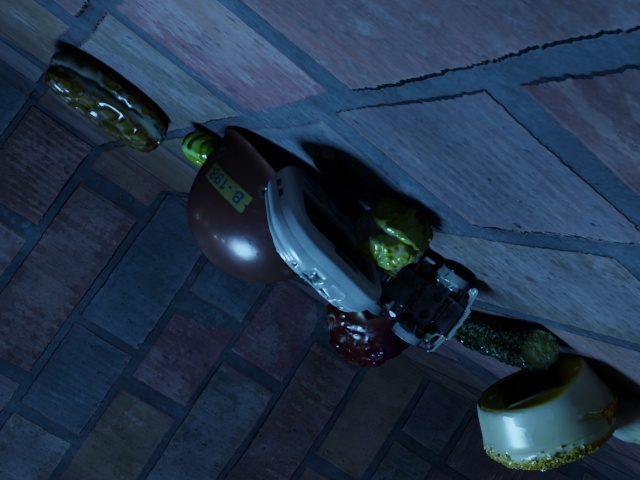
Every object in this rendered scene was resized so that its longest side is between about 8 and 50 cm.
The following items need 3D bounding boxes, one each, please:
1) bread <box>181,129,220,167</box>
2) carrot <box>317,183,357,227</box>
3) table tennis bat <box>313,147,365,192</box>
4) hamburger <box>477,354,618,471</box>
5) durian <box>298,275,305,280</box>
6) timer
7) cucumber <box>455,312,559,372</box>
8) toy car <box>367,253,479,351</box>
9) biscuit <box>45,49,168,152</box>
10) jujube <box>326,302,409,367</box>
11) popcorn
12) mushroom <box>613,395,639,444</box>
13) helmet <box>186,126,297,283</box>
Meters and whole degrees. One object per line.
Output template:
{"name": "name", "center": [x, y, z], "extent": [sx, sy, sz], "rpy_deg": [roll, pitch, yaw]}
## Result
{"name": "bread", "center": [-0.260, -0.204, 1.912], "extent": [0.130, 0.071, 0.139], "rpy_deg": [33, 174, 24]}
{"name": "carrot", "center": [0.030, -0.054, 1.735], "extent": [0.060, 0.060, 0.186], "rpy_deg": [25, 165, 43]}
{"name": "table tennis bat", "center": [0.003, -0.083, 1.470], "extent": [0.108, 0.119, 0.170], "rpy_deg": [28, 172, 17]}
{"name": "hamburger", "center": [0.466, 0.361, 1.703], "extent": [0.276, 0.294, 0.179], "rpy_deg": [-64, -51, -84]}
{"name": "durian", "center": [-0.014, 0.048, 2.098], "extent": [0.250, 0.183, 0.137], "rpy_deg": [-166, 52, -79]}
{"name": "timer", "center": [0.000, 0.000, 1.471], "extent": [0.262, 0.087, 0.237], "rpy_deg": [44, -159, -31]}
{"name": "cucumber", "center": [0.384, 0.216, 1.820], "extent": [0.096, 0.096, 0.359], "rpy_deg": [36, 170, -14]}
{"name": "toy car", "center": [0.187, 0.096, 1.683], "extent": [0.235, 0.172, 0.158], "rpy_deg": [37, -174, 6]}
{"name": "biscuit", "center": [-0.522, -0.337, 2.033], "extent": [0.332, 0.103, 0.332], "rpy_deg": [33, 172, 5]}
{"name": "jujube", "center": [0.127, 0.172, 1.950], "extent": [0.258, 0.258, 0.376], "rpy_deg": [31, 174, 15]}
{"name": "popcorn", "center": [0.124, -0.008, 1.439], "extent": [0.126, 0.125, 0.145], "rpy_deg": [48, 155, -25]}
{"name": "mushroom", "center": [0.673, 0.378, 1.682], "extent": [0.123, 0.094, 0.351], "rpy_deg": [18, 177, -15]}
{"name": "helmet", "center": [-0.142, -0.031, 1.744], "extent": [0.385, 0.230, 0.337], "rpy_deg": [45, 174, 28]}
